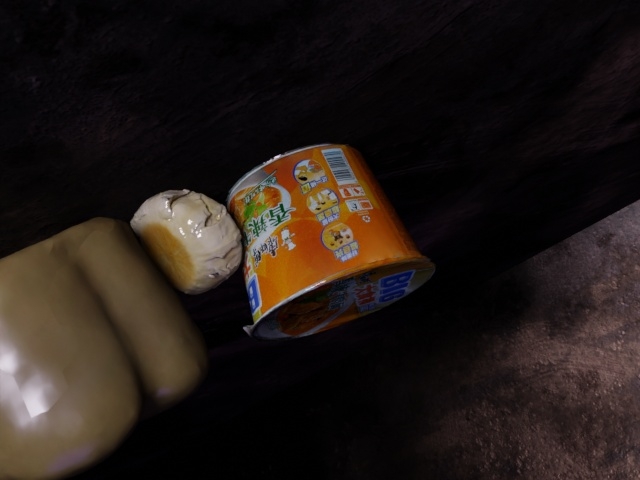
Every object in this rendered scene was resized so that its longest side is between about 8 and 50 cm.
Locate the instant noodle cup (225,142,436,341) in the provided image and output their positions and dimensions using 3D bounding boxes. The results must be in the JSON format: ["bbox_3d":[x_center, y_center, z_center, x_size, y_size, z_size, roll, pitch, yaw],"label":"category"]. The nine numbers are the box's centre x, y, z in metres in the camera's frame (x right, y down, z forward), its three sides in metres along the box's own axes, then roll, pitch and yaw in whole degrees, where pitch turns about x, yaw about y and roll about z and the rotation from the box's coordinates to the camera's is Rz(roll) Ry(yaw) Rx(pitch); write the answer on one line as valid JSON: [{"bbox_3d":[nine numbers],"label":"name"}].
[{"bbox_3d":[0.000,0.000,1.137,0.296,0.214,0.296,-19,161,-7],"label":"instant noodle cup"}]

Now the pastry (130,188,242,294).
[{"bbox_3d":[-0.186,0.001,1.057,0.088,0.166,0.166,-40,179,-45],"label":"pastry"}]

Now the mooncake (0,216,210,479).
[{"bbox_3d":[-0.384,0.176,0.965,0.467,0.262,0.467,-29,-177,2],"label":"mooncake"}]
